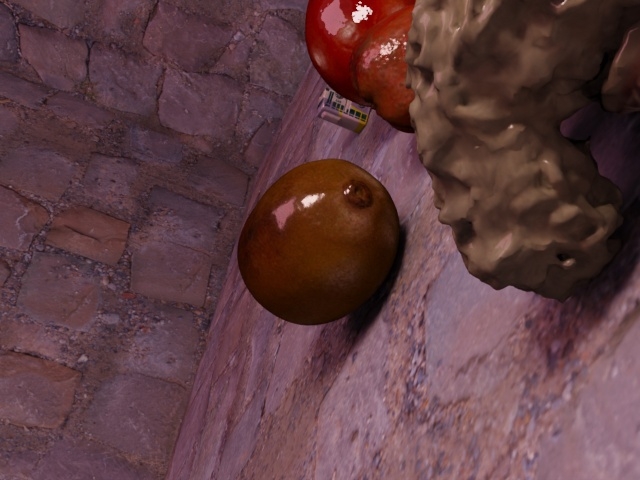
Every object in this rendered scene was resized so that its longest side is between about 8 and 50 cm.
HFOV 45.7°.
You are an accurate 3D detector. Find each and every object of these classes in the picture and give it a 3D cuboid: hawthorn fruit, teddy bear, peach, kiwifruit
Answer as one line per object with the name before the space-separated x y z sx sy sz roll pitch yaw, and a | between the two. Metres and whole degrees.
hawthorn fruit | 0.138 -0.239 0.964 0.203 0.163 0.162 -46 16 12
teddy bear | 0.189 -0.191 0.535 0.357 0.225 0.367 -61 -3 36
peach | 0.076 -0.318 1.202 0.243 0.200 0.243 175 90 -72
kiwifruit | 0.000 0.000 0.971 0.234 0.196 0.196 -54 17 47

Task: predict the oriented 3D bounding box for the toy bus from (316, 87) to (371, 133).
toy bus | 0.043 -0.258 1.513 0.052 0.102 0.058 135 153 -64
